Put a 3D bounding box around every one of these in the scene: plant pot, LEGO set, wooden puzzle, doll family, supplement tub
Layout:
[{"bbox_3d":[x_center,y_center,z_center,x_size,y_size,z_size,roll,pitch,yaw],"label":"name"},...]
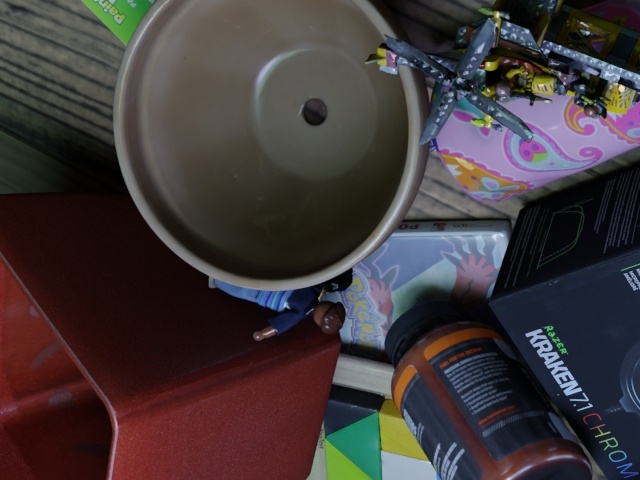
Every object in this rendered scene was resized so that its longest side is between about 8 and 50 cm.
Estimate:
[{"bbox_3d":[-0.023,-0.089,1.243,0.237,0.110,0.237,4,100,21],"label":"plant pot"},{"bbox_3d":[0.188,-0.155,0.966,0.255,0.192,0.331,28,134,4],"label":"LEGO set"},{"bbox_3d":[0.085,0.194,1.507,0.239,0.044,0.221,8,136,12],"label":"wooden puzzle"},{"bbox_3d":[0.000,0.000,1.325,0.111,0.193,0.076,27,168,17],"label":"doll family"},{"bbox_3d":[-0.138,0.114,1.394,0.267,0.236,0.267,47,140,36],"label":"plant pot"},{"bbox_3d":[0.123,0.136,1.345,0.106,0.198,0.106,-18,137,-17],"label":"supplement tub"}]

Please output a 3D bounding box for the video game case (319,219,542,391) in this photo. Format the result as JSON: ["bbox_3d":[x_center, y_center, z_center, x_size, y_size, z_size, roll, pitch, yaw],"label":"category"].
[{"bbox_3d":[0.086,0.071,1.451,0.183,0.023,0.201,-1,124,21],"label":"video game case"}]

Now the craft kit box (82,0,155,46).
[{"bbox_3d":[-0.111,-0.266,1.254,0.247,0.061,0.250,-34,108,33],"label":"craft kit box"}]

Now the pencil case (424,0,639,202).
[{"bbox_3d":[0.207,-0.121,1.202,0.284,0.124,0.124,-22,115,33],"label":"pencil case"}]

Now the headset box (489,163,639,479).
[{"bbox_3d":[0.316,0.057,1.284,0.283,0.131,0.246,-21,117,31],"label":"headset box"}]
